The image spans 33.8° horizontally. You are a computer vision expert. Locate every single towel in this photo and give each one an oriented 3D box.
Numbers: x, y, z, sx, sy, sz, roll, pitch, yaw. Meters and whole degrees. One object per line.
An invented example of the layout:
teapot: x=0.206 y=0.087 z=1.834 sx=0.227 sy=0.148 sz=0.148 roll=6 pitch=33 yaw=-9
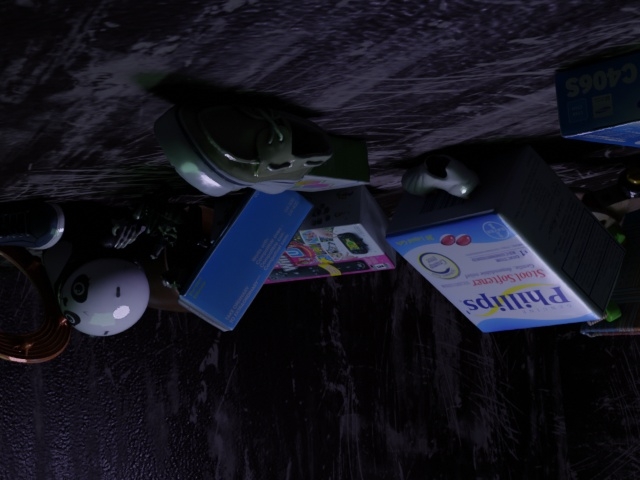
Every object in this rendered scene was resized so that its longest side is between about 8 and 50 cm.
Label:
towel: x=0.638 y=0.011 z=1.938 sx=0.040 sy=0.370 sz=0.271 roll=35 pitch=157 yaw=-24

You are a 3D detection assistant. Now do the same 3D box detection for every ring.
ring: x=-0.588 y=0.081 z=1.916 sx=0.032 sy=0.336 sz=0.337 roll=-44 pitch=159 yaw=21

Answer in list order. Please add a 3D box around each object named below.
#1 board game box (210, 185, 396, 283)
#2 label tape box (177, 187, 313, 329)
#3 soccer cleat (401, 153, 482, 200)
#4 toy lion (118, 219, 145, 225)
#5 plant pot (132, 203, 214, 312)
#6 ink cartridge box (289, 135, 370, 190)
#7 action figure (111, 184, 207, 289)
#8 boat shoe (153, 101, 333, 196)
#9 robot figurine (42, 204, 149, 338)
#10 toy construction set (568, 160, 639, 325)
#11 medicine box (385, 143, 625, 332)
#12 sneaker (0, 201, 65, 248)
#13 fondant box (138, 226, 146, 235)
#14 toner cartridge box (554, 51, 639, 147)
board game box: x=-0.028 y=-0.009 z=2.057 sx=0.304 sy=0.097 sz=0.224 roll=-6 pitch=153 yaw=21
label tape box: x=-0.126 y=0.023 z=1.754 sx=0.115 sy=0.249 sz=0.348 roll=34 pitch=171 yaw=-6
soccer cleat: x=0.182 y=-0.109 z=1.686 sx=0.076 sy=0.068 sz=0.196 roll=43 pitch=167 yaw=-24
toy lion: x=-0.370 y=-0.038 z=2.199 sx=0.100 sy=0.034 sz=0.096 roll=-4 pitch=-178 yaw=-16
plant pot: x=-0.311 y=0.056 z=2.127 sx=0.230 sy=0.215 sz=0.215 roll=-14 pitch=171 yaw=38
ink cartridge box: x=-0.036 y=-0.106 z=1.428 sx=0.109 sy=0.062 sz=0.209 roll=-7 pitch=175 yaw=36
action figure: x=-0.280 y=-0.009 z=1.852 sx=0.164 sy=0.141 sz=0.276 roll=33 pitch=167 yaw=-5
boat shoe: x=-0.080 y=-0.115 z=1.185 sx=0.094 sy=0.109 sz=0.302 roll=-32 pitch=170 yaw=19
robot figurine: x=-0.428 y=0.057 z=1.983 sx=0.174 sy=0.278 sz=0.209 roll=-33 pitch=135 yaw=-1
toy construction set: x=0.511 y=-0.048 z=1.975 sx=0.237 sy=0.257 sz=0.309 roll=-25 pitch=-151 yaw=-7
medicine box: x=0.307 y=0.007 z=1.757 sx=0.289 sy=0.149 sz=0.264 roll=43 pitch=148 yaw=-25
sneaker: x=-0.566 y=-0.021 z=1.825 sx=0.226 sy=0.086 sz=0.163 roll=-6 pitch=178 yaw=36
fondant box: x=-0.432 y=0.021 z=2.462 sx=0.330 sy=0.096 sz=0.238 roll=1 pitch=174 yaw=-39
toner cartridge box: x=0.433 y=-0.155 z=1.205 sx=0.348 sy=0.075 sz=0.165 roll=0 pitch=172 yaw=-45
